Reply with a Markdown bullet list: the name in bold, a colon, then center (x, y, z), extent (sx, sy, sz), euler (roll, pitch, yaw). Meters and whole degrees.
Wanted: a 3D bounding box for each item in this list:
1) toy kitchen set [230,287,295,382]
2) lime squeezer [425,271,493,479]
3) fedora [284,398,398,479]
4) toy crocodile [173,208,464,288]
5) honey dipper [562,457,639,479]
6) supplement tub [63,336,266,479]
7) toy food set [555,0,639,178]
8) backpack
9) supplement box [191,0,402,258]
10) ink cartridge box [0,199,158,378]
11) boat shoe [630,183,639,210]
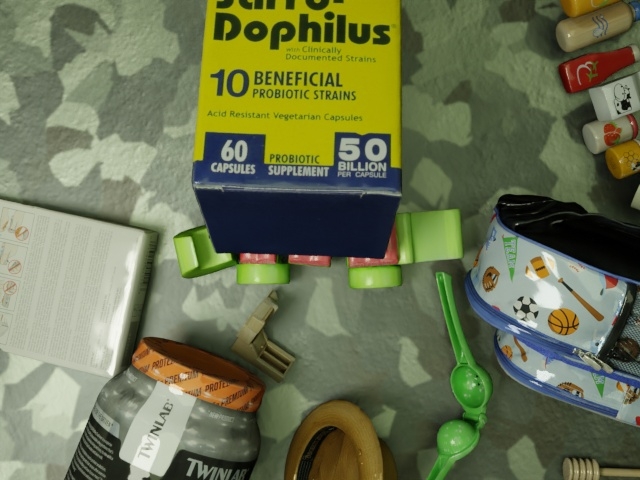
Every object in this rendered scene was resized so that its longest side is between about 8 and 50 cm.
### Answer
- **toy kitchen set**: center (-0.051, 0.109, 0.991), extent (0.075, 0.083, 0.068), euler (35, 48, 0)
- **lime squeezer**: center (0.154, 0.201, 0.965), extent (0.058, 0.110, 0.311), euler (2, 71, 39)
- **fedora**: center (0.033, 0.284, 0.962), extent (0.079, 0.194, 0.195), euler (13, 89, -35)
- **toy crocodile**: center (0.000, 0.000, 0.971), extent (0.340, 0.105, 0.115), euler (0, 89, -1)
- **honey dipper**: center (0.378, 0.282, 1.007), extent (0.160, 0.030, 0.031), euler (2, 89, -2)
- **supplement tub**: center (-0.188, 0.281, 0.923), extent (0.193, 0.193, 0.316), euler (21, 90, 0)
- **toy food set**: center (0.355, -0.198, 0.972), extent (0.104, 0.111, 0.232), euler (-21, 96, -2)
- **backpack**: center (0.293, 0.060, 0.911), extent (0.263, 0.276, 0.213), euler (26, 102, 3)
- **supplement box**: center (-0.017, -0.179, 0.879), extent (0.194, 0.195, 0.357), euler (2, 70, 0)
- **ink cartridge box**: center (-0.325, 0.053, 1.003), extent (0.224, 0.056, 0.181), euler (12, 89, 10)
- **boat shoe**: center (0.455, -0.114, 0.968), extent (0.079, 0.084, 0.233), euler (31, 75, 27)
